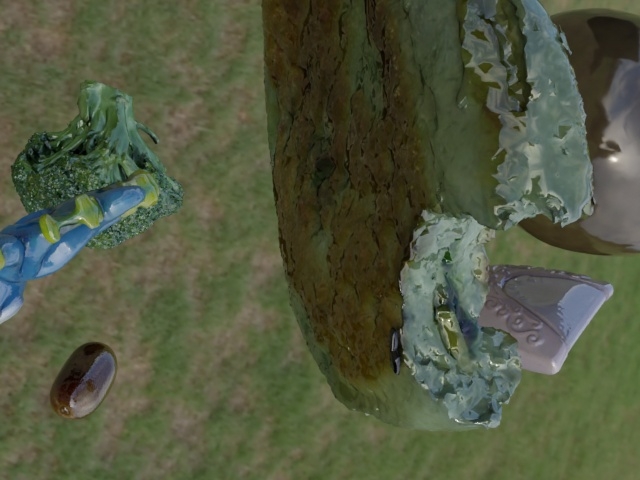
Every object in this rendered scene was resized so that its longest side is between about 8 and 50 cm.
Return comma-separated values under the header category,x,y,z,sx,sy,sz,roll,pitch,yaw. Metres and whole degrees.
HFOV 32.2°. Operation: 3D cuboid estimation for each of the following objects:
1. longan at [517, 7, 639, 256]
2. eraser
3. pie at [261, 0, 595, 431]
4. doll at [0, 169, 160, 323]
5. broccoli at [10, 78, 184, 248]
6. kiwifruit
category,x,y,z,sx,sy,sz,roll,pitch,yaw
longan,0.320,-0.119,1.267,0.297,0.297,0.297,-36,133,-51
eraser,0.219,0.071,1.386,0.204,0.243,0.059,-41,138,-49
pie,0.033,-0.050,0.567,0.067,0.302,0.302,-5,113,-20
doll,-0.343,0.027,1.292,0.098,0.341,0.346,62,17,-6
broccoli,-0.328,-0.109,1.644,0.269,0.261,0.241,57,45,-86
kiwifruit,-0.315,0.187,1.479,0.124,0.075,0.075,-73,160,-50
